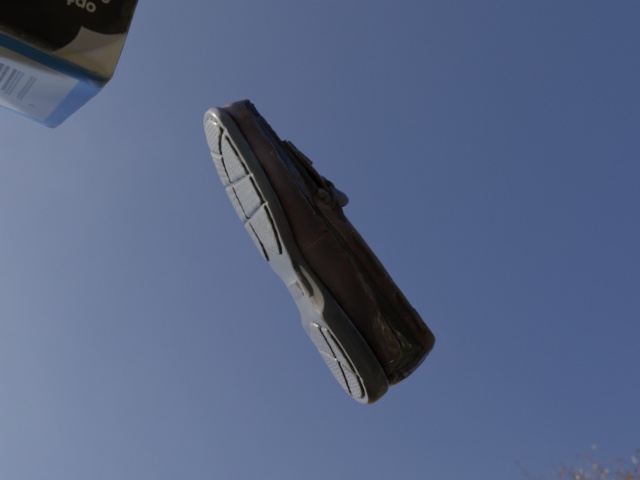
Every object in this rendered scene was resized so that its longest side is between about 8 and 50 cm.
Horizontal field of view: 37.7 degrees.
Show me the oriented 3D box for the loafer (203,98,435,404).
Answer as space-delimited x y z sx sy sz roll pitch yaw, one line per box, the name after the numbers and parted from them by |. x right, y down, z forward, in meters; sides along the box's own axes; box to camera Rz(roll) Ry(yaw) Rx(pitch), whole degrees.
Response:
0.000 0.000 0.861 0.095 0.109 0.303 -30 -86 -19 | loafer

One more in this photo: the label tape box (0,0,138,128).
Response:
-0.173 -0.255 0.433 0.240 0.334 0.106 21 -16 -24 | label tape box
